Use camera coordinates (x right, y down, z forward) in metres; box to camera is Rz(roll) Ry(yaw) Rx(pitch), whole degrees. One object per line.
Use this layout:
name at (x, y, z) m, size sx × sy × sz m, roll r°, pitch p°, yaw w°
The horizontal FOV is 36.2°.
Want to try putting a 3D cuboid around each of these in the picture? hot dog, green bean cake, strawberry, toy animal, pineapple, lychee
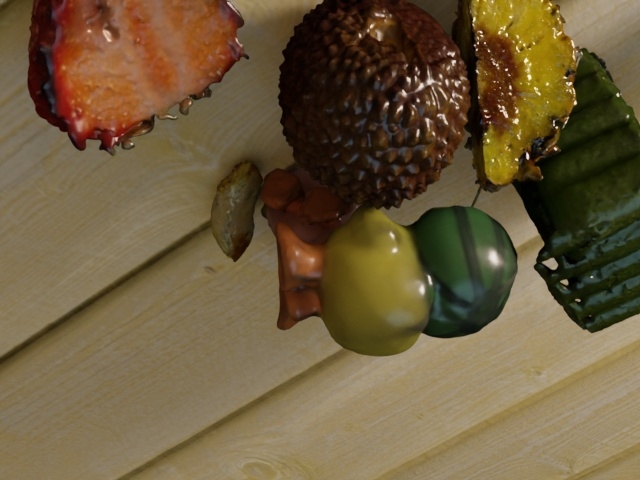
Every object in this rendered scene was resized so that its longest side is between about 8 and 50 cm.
hot dog at (-0.132, -0.051, 1.487) m, size 0.078 × 0.061 × 0.169 m, roll -19°, pitch 131°, yaw -51°
green bean cake at (0.399, -0.069, 1.457) m, size 0.218 × 0.319 × 0.335 m, roll -25°, pitch 136°, yaw 15°
strawberry at (-0.258, -0.251, 1.155) m, size 0.253 × 0.150 × 0.280 m, roll -46°, pitch 133°, yaw 2°
toy animal at (0.003, -0.001, 1.525) m, size 0.169 × 0.195 × 0.281 m, roll -46°, pitch 147°, yaw -31°
pineapple at (0.258, -0.214, 1.317) m, size 0.161 × 0.335 × 0.158 m, roll -11°, pitch -178°, yaw -12°
lychee at (0.062, -0.172, 1.258) m, size 0.267 × 0.268 × 0.268 m, roll -10°, pitch 140°, yaw -8°
toy animal at (0.106, 0.062, 1.343) m, size 0.338 × 0.191 × 0.216 m, roll -5°, pitch 139°, yaw -4°
